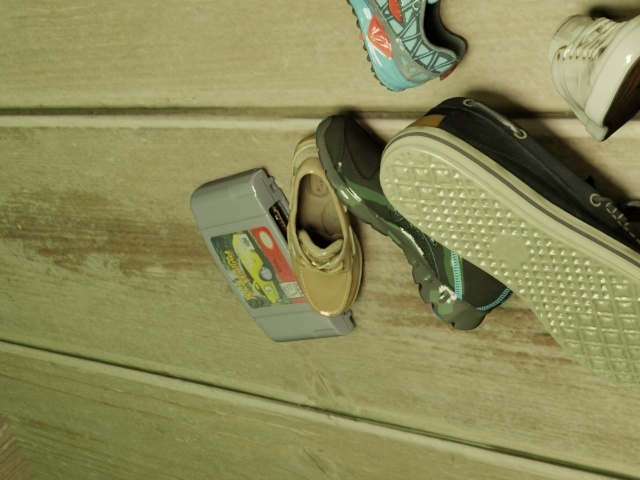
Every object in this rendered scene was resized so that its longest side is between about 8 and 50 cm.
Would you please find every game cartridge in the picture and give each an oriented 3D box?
[{"bbox_3d":[-0.084,0.032,2.001,0.196,0.060,0.294,-10,115,54],"label":"game cartridge"}]

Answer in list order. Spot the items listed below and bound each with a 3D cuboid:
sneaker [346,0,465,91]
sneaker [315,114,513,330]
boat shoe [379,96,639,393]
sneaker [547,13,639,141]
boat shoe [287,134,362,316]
[{"bbox_3d":[0.095,-0.308,1.496,0.125,0.104,0.262,-10,120,30],"label":"sneaker"},{"bbox_3d":[0.134,-0.050,1.678,0.341,0.125,0.139,49,116,5],"label":"sneaker"},{"bbox_3d":[0.298,0.007,1.510,0.500,0.156,0.187,37,139,-4],"label":"boat shoe"},{"bbox_3d":[0.281,-0.185,1.304,0.123,0.106,0.290,51,177,9],"label":"sneaker"},{"bbox_3d":[0.000,0.000,1.819,0.109,0.098,0.302,3,127,8],"label":"boat shoe"}]
